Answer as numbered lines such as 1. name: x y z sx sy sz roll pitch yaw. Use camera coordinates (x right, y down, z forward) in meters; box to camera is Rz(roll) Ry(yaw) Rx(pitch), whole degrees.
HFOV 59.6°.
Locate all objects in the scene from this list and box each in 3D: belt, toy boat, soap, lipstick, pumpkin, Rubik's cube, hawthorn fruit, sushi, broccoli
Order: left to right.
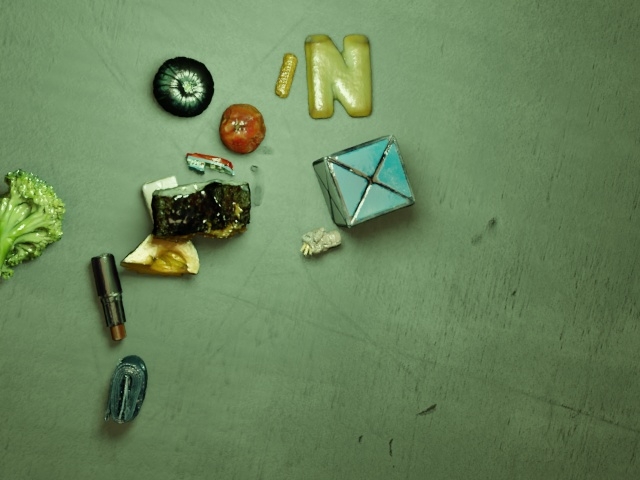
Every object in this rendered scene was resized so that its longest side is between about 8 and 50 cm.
1. broccoli: -0.923 -0.043 1.675 0.275 0.397 0.352 5 87 -12
2. lipstick: -0.707 0.192 1.887 0.081 0.081 0.299 -12 96 -9
3. belt: -0.657 0.511 1.899 0.122 0.128 0.218 9 95 -11
4. pumpkin: -0.544 0.041 1.894 0.254 0.130 0.149 9 76 -24
5. soap: -0.525 -0.120 1.899 0.122 0.064 0.183 -17 98 -9
6. pumpkin: -0.449 -0.504 1.840 0.202 0.140 0.201 -6 105 -24
7. sushi: -0.371 -0.094 1.806 0.349 0.234 0.207 -11 103 -39
8. toy boat: -0.376 -0.255 1.909 0.173 0.069 0.058 11 79 -10
9. hawthorn fruit: -0.259 -0.379 1.869 0.174 0.179 0.173 6 68 -14
10. Rubik's cube: 0.146 -0.200 1.912 0.259 0.255 0.260 -23 99 -7

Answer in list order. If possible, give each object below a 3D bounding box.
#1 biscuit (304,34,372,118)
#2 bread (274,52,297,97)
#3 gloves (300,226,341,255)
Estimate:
1. biscuit: 0.065 -0.576 1.963 0.237 0.062 0.290 -3 97 -10
2. bread: -0.119 -0.572 1.939 0.052 0.044 0.157 15 92 -5
3. gloves: 0.000 0.000 1.987 0.144 0.110 0.094 -8 89 -38
